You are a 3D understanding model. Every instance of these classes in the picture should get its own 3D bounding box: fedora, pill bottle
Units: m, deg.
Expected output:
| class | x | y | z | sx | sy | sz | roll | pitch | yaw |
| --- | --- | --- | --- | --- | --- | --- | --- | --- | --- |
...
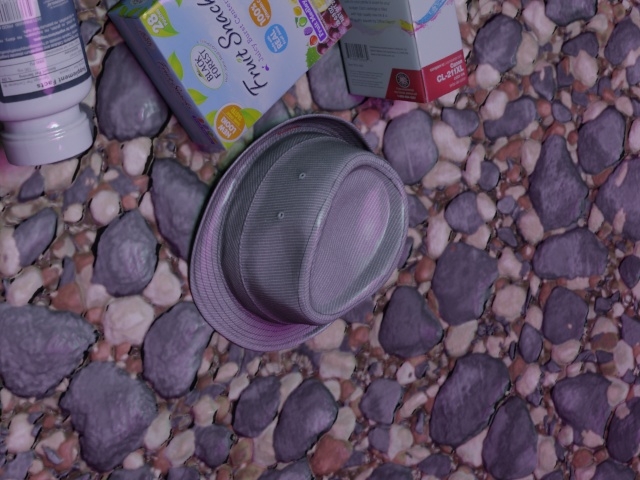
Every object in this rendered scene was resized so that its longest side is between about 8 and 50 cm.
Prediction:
| class | x | y | z | sx | sy | sz | roll | pitch | yaw |
| --- | --- | --- | --- | --- | --- | --- | --- | --- | --- |
| fedora | 0.000 | 0.000 | 1.506 | 0.244 | 0.124 | 0.275 | 45 | 71 | -36 |
| pill bottle | -0.266 | -0.165 | 1.263 | 0.108 | 0.108 | 0.180 | -24 | 115 | -33 |

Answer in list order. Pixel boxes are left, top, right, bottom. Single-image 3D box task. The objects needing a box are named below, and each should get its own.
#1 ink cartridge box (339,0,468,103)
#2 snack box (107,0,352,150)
| class | x | y | z | sx | sy | sz | roll | pitch | yaw |
| --- | --- | --- | --- | --- | --- | --- | --- | --- | --- |
| ink cartridge box | 0.081 | -0.246 | 1.514 | 0.072 | 0.127 | 0.175 | -27 | 116 | -33 |
| snack box | -0.087 | -0.224 | 1.421 | 0.207 | 0.070 | 0.174 | -47 | 125 | -19 |
